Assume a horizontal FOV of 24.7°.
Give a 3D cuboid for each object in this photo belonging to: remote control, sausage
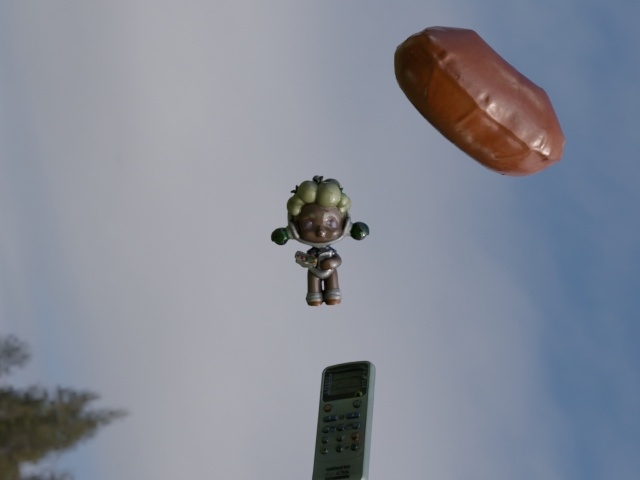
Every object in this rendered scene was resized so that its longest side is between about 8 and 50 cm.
[{"bbox_3d":[0.021,0.161,1.273,0.018,0.053,0.124,52,36,-46],"label":"remote control"},{"bbox_3d":[0.200,-0.172,1.841,0.258,0.133,0.133,38,-4,-20],"label":"sausage"}]

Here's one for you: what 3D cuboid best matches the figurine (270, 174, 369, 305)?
[{"bbox_3d":[0.000,0.000,2.178,0.093,0.147,0.197,143,-57,-89],"label":"figurine"}]
